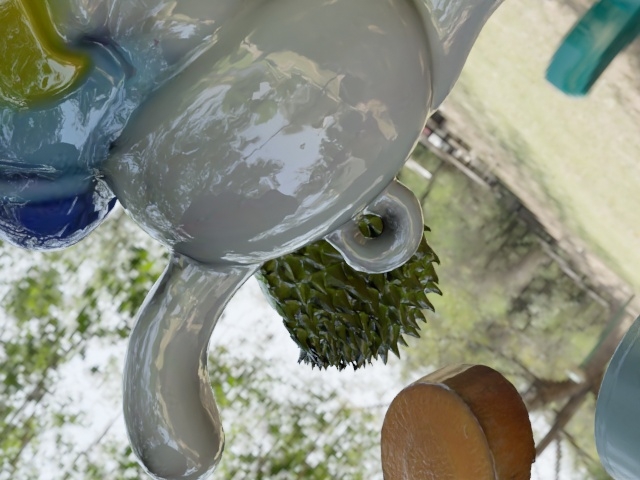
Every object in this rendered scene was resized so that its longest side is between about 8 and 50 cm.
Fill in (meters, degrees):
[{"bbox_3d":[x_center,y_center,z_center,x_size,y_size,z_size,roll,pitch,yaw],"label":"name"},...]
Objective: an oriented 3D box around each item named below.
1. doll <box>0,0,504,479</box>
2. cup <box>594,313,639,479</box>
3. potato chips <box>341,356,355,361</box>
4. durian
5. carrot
[{"bbox_3d":[-0.091,-0.109,0.586,0.366,0.376,0.187,37,169,-5],"label":"doll"},{"bbox_3d":[0.461,0.233,1.062,0.257,0.331,0.311,2,-162,-34],"label":"cup"},{"bbox_3d":[0.024,0.053,1.307,0.049,0.150,0.201,31,-131,-42],"label":"potato chips"},{"bbox_3d":[0.000,0.000,1.005,0.169,0.158,0.351,42,166,49],"label":"durian"},{"bbox_3d":[0.190,0.320,1.579,0.100,0.307,0.258,-7,-131,-30],"label":"carrot"}]
